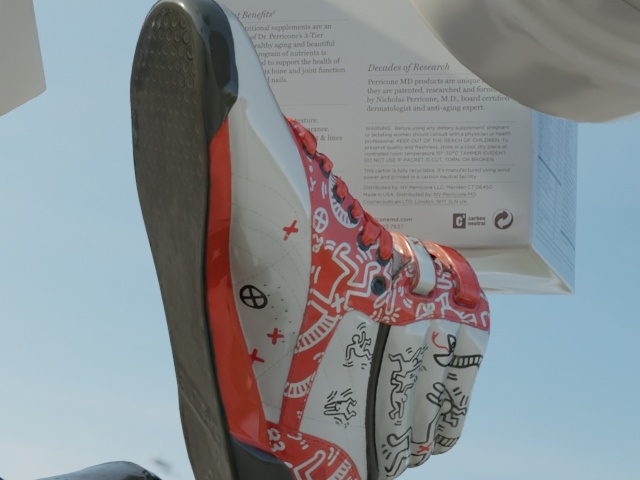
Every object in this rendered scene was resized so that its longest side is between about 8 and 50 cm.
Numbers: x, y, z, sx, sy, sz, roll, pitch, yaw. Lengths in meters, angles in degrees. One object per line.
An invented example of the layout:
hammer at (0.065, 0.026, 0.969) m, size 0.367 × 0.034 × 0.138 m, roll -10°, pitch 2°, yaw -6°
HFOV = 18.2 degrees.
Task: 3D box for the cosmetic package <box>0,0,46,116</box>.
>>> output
cosmetic package at (-0.230, -0.195, 1.173) m, size 0.099 × 0.060 × 0.239 m, roll 15°, pitch -55°, yaw 31°

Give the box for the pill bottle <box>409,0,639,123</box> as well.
pill bottle at (0.177, -0.186, 0.638) m, size 0.210 × 0.210 × 0.363 m, roll 27°, pitch -31°, yaw -20°

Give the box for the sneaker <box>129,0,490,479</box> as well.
sneaker at (-0.001, 0.000, 0.947) m, size 0.145 × 0.270 × 0.090 m, roll -16°, pitch 23°, yaw -23°

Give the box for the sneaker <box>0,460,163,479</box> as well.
sneaker at (-0.174, 0.125, 0.796) m, size 0.125 × 0.139 × 0.341 m, roll -5°, pitch 4°, yaw 37°

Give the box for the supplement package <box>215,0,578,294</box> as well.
supplement package at (0.045, -0.109, 1.174) m, size 0.199 × 0.262 × 0.198 m, roll 0°, pitch -9°, yaw 15°
